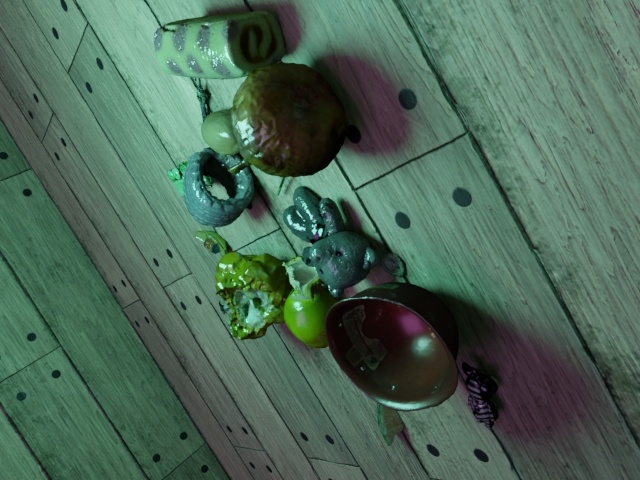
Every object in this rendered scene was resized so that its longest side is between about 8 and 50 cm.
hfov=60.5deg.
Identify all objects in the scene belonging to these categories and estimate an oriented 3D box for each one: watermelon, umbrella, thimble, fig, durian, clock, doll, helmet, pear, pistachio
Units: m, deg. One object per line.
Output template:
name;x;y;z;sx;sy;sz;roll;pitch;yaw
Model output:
watermelon;0.219;0.588;1.850;0.155;0.080;0.101;62;179;-13
umbrella;-0.365;-0.418;1.742;0.044;0.044;0.269;13;141;10
thimble;-0.336;-0.166;1.750;0.236;0.205;0.172;54;145;1
fig;-0.124;-0.263;1.361;0.369;0.286;0.286;-24;98;48
durian;-0.039;0.129;1.656;0.224;0.140;0.078;-100;8;-55
clock;0.195;0.067;1.496;0.083;0.010;0.074;13;127;44
doll;0.428;0.409;1.453;0.091;0.067;0.219;25;141;49
helmet;0.220;0.235;1.413;0.385;0.230;0.337;-21;102;45
pear;-0.024;0.247;1.747;0.187;0.187;0.219;19;136;39
doll;-0.003;0.004;1.547;0.340;0.158;0.246;46;131;17
pistachio;-0.280;-0.324;1.643;0.226;0.136;0.136;23;133;47

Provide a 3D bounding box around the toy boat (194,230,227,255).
toy boat;-0.414;0.008;2.094;0.172;0.066;0.065;32;141;30

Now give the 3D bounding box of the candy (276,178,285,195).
candy;-0.091;-0.209;1.556;0.287;0.078;0.084;116;143;-54

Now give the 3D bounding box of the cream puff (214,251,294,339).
cream puff;-0.214;0.169;1.884;0.274;0.270;0.323;-115;14;-59

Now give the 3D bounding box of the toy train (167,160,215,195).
toy train;-0.455;-0.227;1.949;0.251;0.085;0.119;-4;120;52

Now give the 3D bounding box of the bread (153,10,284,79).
bread;-0.267;-0.504;1.428;0.338;0.187;0.155;14;124;41
